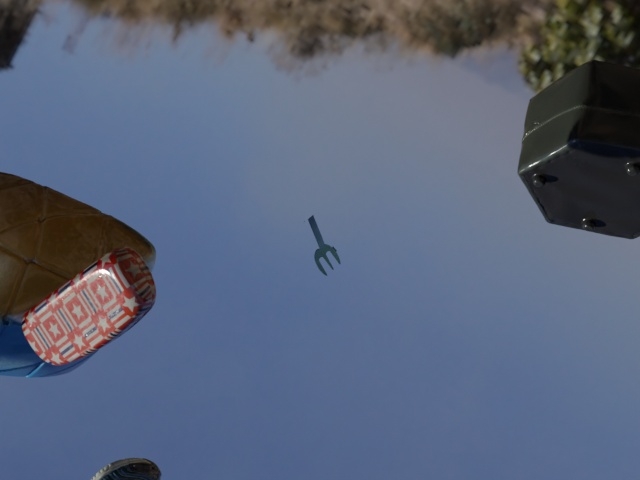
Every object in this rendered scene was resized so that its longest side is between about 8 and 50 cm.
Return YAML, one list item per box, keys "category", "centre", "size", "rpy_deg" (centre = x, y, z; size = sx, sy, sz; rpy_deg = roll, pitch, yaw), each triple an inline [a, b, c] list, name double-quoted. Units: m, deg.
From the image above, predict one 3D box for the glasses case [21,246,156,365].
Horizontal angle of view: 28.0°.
- category: "glasses case"
  centre: [-0.220, 0.066, 1.243]
  size: [0.049, 0.194, 0.073]
  rpy_deg: [-32, -89, -46]

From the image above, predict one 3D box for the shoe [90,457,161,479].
- category: "shoe"
  centre: [-0.239, 0.307, 1.466]
  size: [0.071, 0.143, 0.064]
  rpy_deg: [36, 161, 46]

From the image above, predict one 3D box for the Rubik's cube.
- category: "Rubik's cube"
  centre: [-0.277, 0.060, 1.429]
  size: [0.254, 0.254, 0.254]
  rpy_deg: [29, -170, -6]

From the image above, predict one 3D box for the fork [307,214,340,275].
- category: "fork"
  centre: [-0.001, -0.001, 1.893]
  size: [0.021, 0.039, 0.235]
  rpy_deg: [43, 171, 20]

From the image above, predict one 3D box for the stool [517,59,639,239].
- category: "stool"
  centre: [0.368, -0.111, 1.634]
  size: [0.232, 0.141, 0.232]
  rpy_deg: [12, 150, 7]
